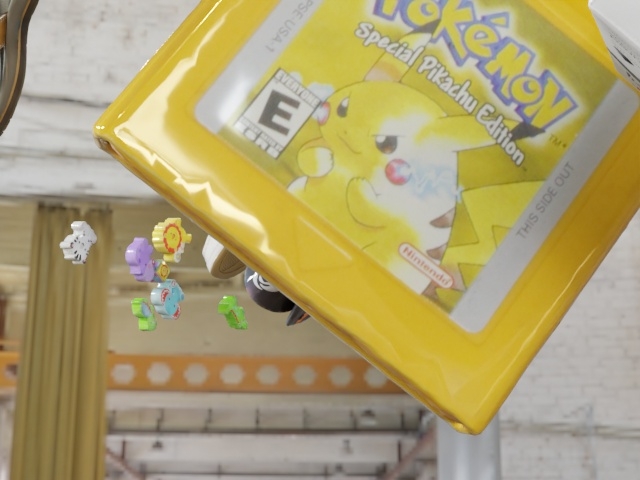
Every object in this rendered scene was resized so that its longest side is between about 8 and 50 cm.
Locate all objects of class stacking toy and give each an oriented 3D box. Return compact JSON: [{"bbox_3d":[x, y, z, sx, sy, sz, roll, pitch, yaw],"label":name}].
[{"bbox_3d":[-0.213,0.055,1.526,0.167,0.052,0.221,-1,-41,29],"label":"stacking toy"}]

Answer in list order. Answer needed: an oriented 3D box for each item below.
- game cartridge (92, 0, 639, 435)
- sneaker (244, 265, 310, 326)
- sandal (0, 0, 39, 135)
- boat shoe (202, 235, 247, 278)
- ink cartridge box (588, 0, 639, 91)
[{"bbox_3d":[0.074,-0.096,0.712,0.285,0.324,0.052,38,-11,-3],"label":"game cartridge"},{"bbox_3d":[0.000,0.000,0.970,0.180,0.124,0.321,-38,-16,15],"label":"sneaker"},{"bbox_3d":[-0.307,-0.195,1.104,0.060,0.090,0.219,4,-57,-32],"label":"sandal"},{"bbox_3d":[-0.067,-0.086,1.391,0.096,0.277,0.098,36,8,25],"label":"boat shoe"},{"bbox_3d":[0.216,-0.075,0.534,0.092,0.160,0.219,-49,-12,12],"label":"ink cartridge box"}]
